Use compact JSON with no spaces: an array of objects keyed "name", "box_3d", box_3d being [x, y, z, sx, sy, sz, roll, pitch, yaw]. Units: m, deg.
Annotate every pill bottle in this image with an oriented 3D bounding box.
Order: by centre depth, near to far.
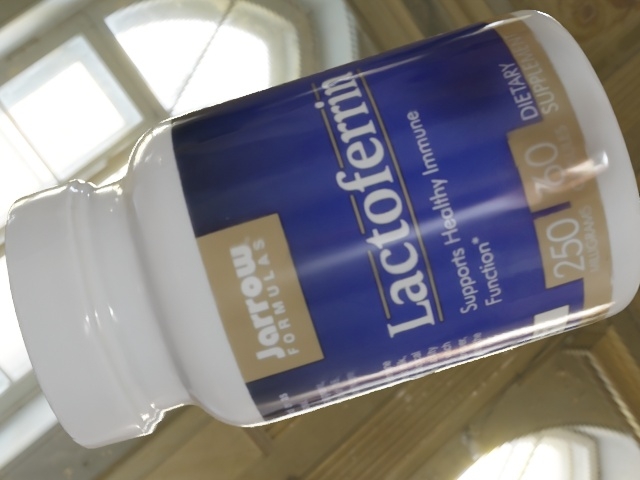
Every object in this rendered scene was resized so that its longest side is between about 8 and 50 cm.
[{"name":"pill bottle","box_3d":[0.000,0.000,0.479,0.153,0.265,0.153,162,-90,-90]}]
